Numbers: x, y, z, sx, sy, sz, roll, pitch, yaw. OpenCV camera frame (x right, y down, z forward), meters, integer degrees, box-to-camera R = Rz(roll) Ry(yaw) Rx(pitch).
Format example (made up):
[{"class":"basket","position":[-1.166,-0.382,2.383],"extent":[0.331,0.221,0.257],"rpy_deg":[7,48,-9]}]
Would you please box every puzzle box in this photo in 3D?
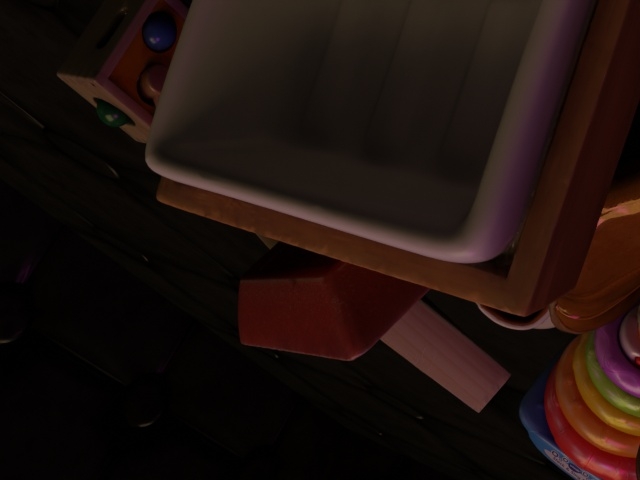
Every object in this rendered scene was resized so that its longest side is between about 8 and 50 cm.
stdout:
[{"class":"puzzle box","position":[0.000,0.000,1.185],"extent":[0.272,0.052,0.409],"rpy_deg":[38,-176,-31]}]

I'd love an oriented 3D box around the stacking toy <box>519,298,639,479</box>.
[{"class":"stacking toy","position":[0.304,0.111,1.070],"extent":[0.175,0.166,0.302],"rpy_deg":[36,155,19]}]

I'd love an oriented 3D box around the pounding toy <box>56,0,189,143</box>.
[{"class":"pounding toy","position":[-0.151,-0.142,1.058],"extent":[0.100,0.141,0.130],"rpy_deg":[15,160,48]}]

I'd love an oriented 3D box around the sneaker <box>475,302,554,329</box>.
[{"class":"sneaker","position":[0.171,0.041,1.029],"extent":[0.106,0.123,0.290],"rpy_deg":[-10,151,19]}]

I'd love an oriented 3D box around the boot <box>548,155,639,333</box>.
[{"class":"boot","position":[0.239,-0.004,0.810],"extent":[0.211,0.104,0.295],"rpy_deg":[-18,166,38]}]

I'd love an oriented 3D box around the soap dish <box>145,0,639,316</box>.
[{"class":"soap dish","position":[0.046,-0.097,0.650],"extent":[0.291,0.229,0.118],"rpy_deg":[17,178,44]}]

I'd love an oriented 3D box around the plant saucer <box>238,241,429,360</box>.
[{"class":"plant saucer","position":[0.054,-0.024,0.830],"extent":[0.047,0.258,0.259],"rpy_deg":[50,164,-10]}]

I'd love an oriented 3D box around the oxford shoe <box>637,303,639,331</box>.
[{"class":"oxford shoe","position":[0.340,0.017,0.599],"extent":[0.169,0.130,0.449],"rpy_deg":[5,173,-22]}]

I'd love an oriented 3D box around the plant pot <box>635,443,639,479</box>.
[{"class":"plant pot","position":[0.356,0.218,0.790],"extent":[0.243,0.275,0.275],"rpy_deg":[61,159,-12]}]
